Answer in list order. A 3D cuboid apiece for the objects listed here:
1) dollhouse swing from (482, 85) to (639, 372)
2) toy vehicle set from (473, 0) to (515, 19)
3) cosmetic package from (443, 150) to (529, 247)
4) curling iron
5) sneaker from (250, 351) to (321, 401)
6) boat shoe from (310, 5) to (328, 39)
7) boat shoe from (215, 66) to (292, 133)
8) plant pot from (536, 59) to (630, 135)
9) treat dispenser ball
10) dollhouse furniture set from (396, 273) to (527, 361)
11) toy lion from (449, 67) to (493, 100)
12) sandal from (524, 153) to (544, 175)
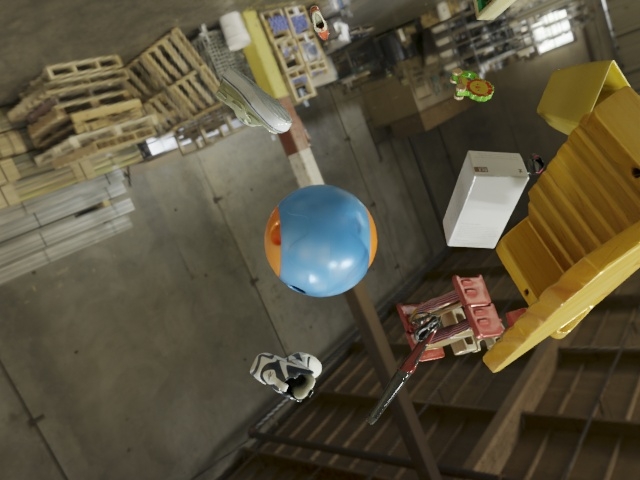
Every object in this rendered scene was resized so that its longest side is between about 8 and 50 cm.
[{"bbox_3d":[0.363,-0.009,0.853,0.305,0.315,0.346,-11,147,-18],"label":"dollhouse swing"},{"bbox_3d":[0.295,-0.525,0.863,0.035,0.266,0.166,-5,174,-16],"label":"toy vehicle set"},{"bbox_3d":[0.356,-0.085,1.169,0.118,0.231,0.085,3,-131,-4],"label":"cosmetic package"},{"bbox_3d":[0.170,0.266,1.117,0.274,0.068,0.035,-60,-154,5],"label":"curling iron"},{"bbox_3d":[-0.049,0.356,1.358,0.153,0.235,0.094,28,-89,42],"label":"sneaker"},{"bbox_3d":[-0.001,-0.781,1.919,0.049,0.137,0.043,-22,-128,6],"label":"boat shoe"},{"bbox_3d":[-0.178,-0.352,1.401,0.109,0.302,0.094,13,118,-47],"label":"boat shoe"},{"bbox_3d":[0.829,-0.441,1.696,0.212,0.212,0.187,16,-173,-45],"label":"plant pot"},{"bbox_3d":[0.000,0.000,1.360,0.288,0.288,0.288,-21,-168,5],"label":"treat dispenser ball"},{"bbox_3d":[0.400,0.196,1.369,0.374,0.152,0.201,4,151,-43],"label":"dollhouse furniture set"},{"bbox_3d":[0.374,-0.380,1.302,0.096,0.034,0.100,0,-125,-3],"label":"toy lion"},{"bbox_3d":[0.686,-0.240,1.687,0.040,0.067,0.179,-14,-172,32],"label":"sandal"}]
